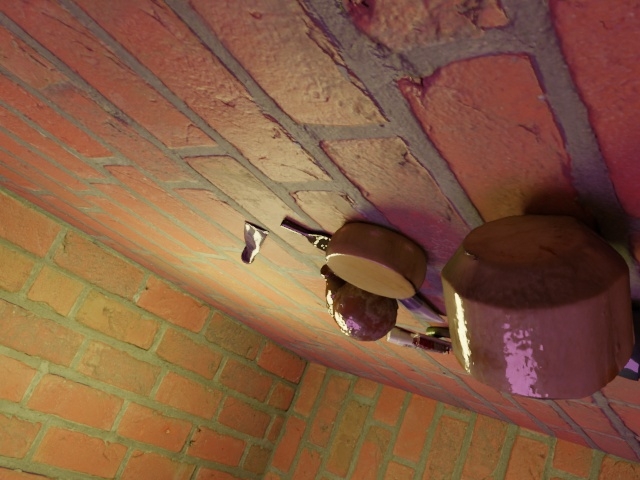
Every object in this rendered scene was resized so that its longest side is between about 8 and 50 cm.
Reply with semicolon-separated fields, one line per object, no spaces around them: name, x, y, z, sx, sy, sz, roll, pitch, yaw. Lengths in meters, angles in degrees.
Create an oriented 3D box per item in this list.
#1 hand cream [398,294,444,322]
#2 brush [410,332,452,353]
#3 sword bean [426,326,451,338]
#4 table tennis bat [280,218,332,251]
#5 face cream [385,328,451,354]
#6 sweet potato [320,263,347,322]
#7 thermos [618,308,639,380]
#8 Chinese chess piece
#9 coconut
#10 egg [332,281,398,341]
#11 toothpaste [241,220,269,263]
hand cream;0.294;0.199;1.619;0.080;0.048;0.255;6;156;39
brush;0.457;0.375;1.847;0.321;0.050;0.060;17;162;-18
sword bean;0.450;0.311;1.770;0.043;0.038;0.269;20;166;-32
table tennis bat;0.000;0.000;1.464;0.235;0.022;0.131;25;163;-13
face cream;0.376;0.394;2.069;0.244;0.058;0.092;16;155;2
sweet potato;0.062;0.172;1.745;0.109;0.109;0.385;15;148;23
thermos;0.544;0.181;1.152;0.287;0.145;0.182;12;127;33
Chinese chess piece;0.136;0.050;1.318;0.251;0.097;0.250;20;161;7
coconut;0.362;0.121;0.905;0.323;0.322;0.323;21;162;7
egg;0.131;0.203;1.595;0.195;0.194;0.233;4;157;44
toothpaste;-0.223;0.016;1.722;0.075;0.048;0.301;49;156;8
